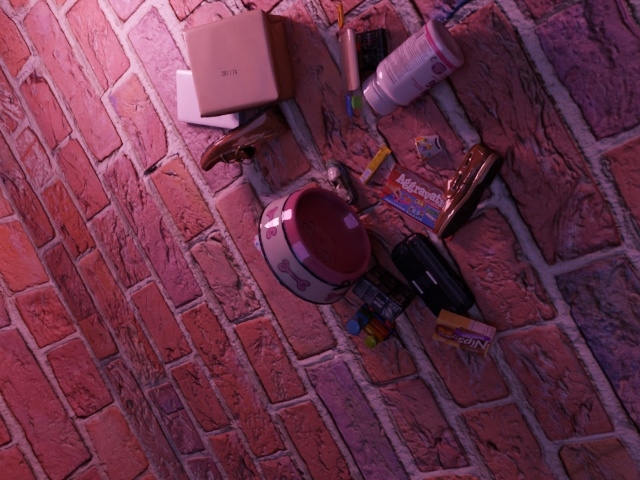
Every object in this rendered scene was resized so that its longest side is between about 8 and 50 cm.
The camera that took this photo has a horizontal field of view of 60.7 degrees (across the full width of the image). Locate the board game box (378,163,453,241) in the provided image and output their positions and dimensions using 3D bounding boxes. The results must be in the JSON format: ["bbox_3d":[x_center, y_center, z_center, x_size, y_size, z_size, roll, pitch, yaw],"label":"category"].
[{"bbox_3d":[0.341,-0.127,1.815,0.281,0.027,0.145,32,118,19],"label":"board game box"}]

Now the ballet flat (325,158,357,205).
[{"bbox_3d":[0.068,-0.206,1.930,0.070,0.070,0.188,-36,86,34],"label":"ballet flat"}]

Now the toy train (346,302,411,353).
[{"bbox_3d":[0.212,0.349,1.977,0.248,0.143,0.105,43,123,12],"label":"toy train"}]

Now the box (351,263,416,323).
[{"bbox_3d":[0.224,0.183,1.913,0.180,0.147,0.077,39,121,14],"label":"box"}]

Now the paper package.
[{"bbox_3d":[-0.282,-0.613,1.912,0.325,0.168,0.309,-6,103,22],"label":"paper package"}]

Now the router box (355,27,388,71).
[{"bbox_3d":[0.166,-0.609,1.753,0.092,0.038,0.122,1,106,30],"label":"router box"}]

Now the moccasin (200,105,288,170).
[{"bbox_3d":[-0.291,-0.354,2.049,0.380,0.139,0.147,-27,102,17],"label":"moccasin"}]

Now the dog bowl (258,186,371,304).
[{"bbox_3d":[0.000,0.000,1.823,0.150,0.408,0.408,-36,86,40],"label":"dog bowl"}]

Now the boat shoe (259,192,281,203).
[{"bbox_3d":[-0.193,-0.158,2.124,0.100,0.035,0.035,10,138,24],"label":"boat shoe"}]

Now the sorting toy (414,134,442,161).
[{"bbox_3d":[0.348,-0.301,1.750,0.075,0.045,0.083,-19,96,15],"label":"sorting toy"}]

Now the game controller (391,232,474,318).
[{"bbox_3d":[0.376,0.128,1.867,0.319,0.067,0.166,53,138,6],"label":"game controller"}]

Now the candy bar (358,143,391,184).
[{"bbox_3d":[0.183,-0.256,1.871,0.040,0.018,0.161,46,123,15],"label":"candy bar"}]

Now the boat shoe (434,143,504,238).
[{"bbox_3d":[0.437,-0.151,1.693,0.104,0.111,0.307,41,104,31],"label":"boat shoe"}]

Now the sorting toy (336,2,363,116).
[{"bbox_3d":[0.101,-0.573,1.744,0.047,0.196,0.347,-9,105,-6],"label":"sorting toy"}]

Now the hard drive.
[{"bbox_3d":[-0.431,-0.551,2.130,0.308,0.040,0.202,14,112,27],"label":"hard drive"}]

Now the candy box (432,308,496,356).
[{"bbox_3d":[0.479,0.311,1.829,0.187,0.053,0.109,20,135,17],"label":"candy box"}]

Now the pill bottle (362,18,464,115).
[{"bbox_3d":[0.273,-0.510,1.648,0.283,0.160,0.160,-33,88,35],"label":"pill bottle"}]

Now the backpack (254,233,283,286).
[{"bbox_3d":[-0.111,0.026,2.020,0.253,0.225,0.191,49,121,20],"label":"backpack"}]
